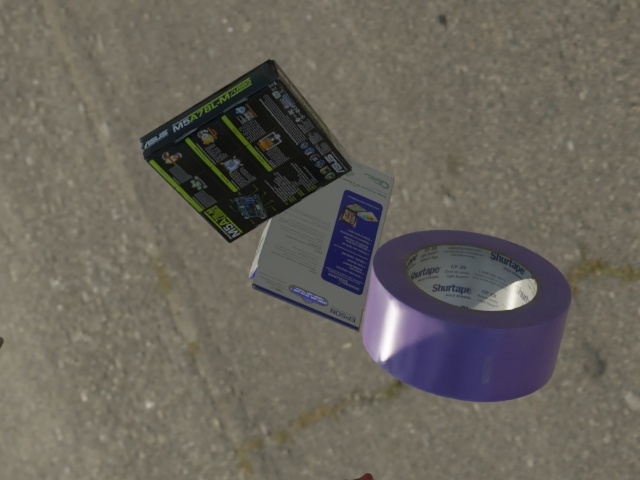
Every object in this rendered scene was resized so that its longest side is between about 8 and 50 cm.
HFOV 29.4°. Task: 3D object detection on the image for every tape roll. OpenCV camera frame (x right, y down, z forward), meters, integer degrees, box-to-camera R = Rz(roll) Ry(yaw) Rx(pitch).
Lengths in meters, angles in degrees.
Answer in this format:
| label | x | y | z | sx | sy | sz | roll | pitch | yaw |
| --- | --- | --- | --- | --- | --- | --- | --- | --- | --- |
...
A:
| label | x | y | z | sx | sy | sz | roll | pitch | yaw |
| --- | --- | --- | --- | --- | --- | --- | --- | --- | --- |
| tape roll | 0.137 | 0.067 | 1.153 | 0.189 | 0.189 | 0.080 | 34 | 128 | 40 |

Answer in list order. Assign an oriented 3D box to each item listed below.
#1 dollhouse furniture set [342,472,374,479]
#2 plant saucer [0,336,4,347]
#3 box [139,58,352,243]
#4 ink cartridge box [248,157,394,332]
| label | x | y | z | sx | sy | sz | roll | pitch | yaw |
| --- | --- | --- | --- | --- | --- | --- | --- | --- | --- |
| dollhouse furniture set | 0.156 | 0.546 | 2.092 | 0.374 | 0.152 | 0.201 | 27 | 121 | -11 |
| plant saucer | -0.544 | 0.196 | 1.535 | 0.310 | 0.310 | 0.050 | -14 | 110 | 54 |
| box | -0.084 | -0.100 | 1.433 | 0.184 | 0.191 | 0.045 | -29 | 48 | 13 |
| ink cartridge box | 0.000 | 0.000 | 1.754 | 0.165 | 0.333 | 0.065 | 24 | 133 | -7 |
